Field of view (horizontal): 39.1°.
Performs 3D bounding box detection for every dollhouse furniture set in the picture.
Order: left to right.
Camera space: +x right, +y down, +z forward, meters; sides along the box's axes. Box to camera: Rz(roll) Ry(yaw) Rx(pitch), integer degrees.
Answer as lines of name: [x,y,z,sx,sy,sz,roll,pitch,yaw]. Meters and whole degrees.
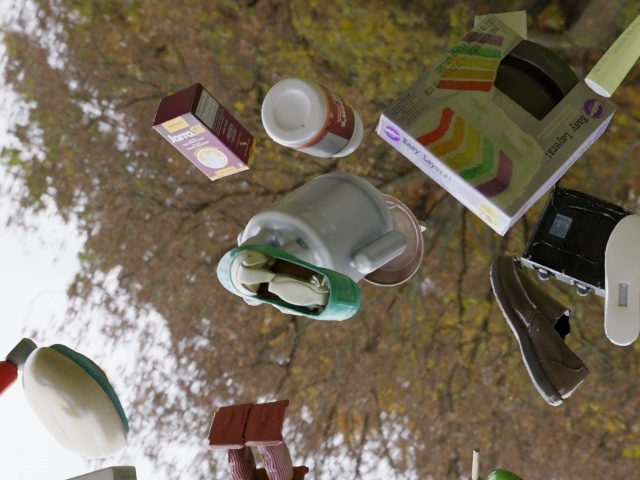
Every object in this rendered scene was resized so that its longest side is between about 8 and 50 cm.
dollhouse furniture set: [-0.133,0.504,1.690,0.152,0.201,0.374,-7,-147,11]

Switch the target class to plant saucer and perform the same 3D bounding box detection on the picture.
plant saucer: [0.129,-0.006,1.844,0.198,0.199,0.036,38,-149,17]

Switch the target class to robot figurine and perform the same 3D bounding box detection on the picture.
robot figurine: [0.000,0.000,1.603,0.299,0.200,0.353,14,-150,29]

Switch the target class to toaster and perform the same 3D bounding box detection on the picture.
toaster: [0.480,-0.003,1.668,0.168,0.186,0.110,22,171,20]

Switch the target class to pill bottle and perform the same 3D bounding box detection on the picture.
pill bottle: [-0.007,-0.214,1.619,0.121,0.121,0.221,39,-168,20]

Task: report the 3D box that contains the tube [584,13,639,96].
tube: [0.610,-0.390,1.743,0.062,0.240,0.070,31,-172,-44]

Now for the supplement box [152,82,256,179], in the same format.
supplement box: [-0.229,-0.214,1.796,0.188,0.104,0.081,43,-135,-40]

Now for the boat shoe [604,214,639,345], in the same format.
boat shoe: [0.439,0.056,1.283,0.066,0.184,0.063,0,180,16]

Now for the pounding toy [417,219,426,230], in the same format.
pounding toy: [0.131,0.015,2.236,0.269,0.155,0.154,15,161,-23]

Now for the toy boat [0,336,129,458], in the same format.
toy boat: [-0.501,0.271,1.699,0.318,0.268,0.148,11,-135,27]

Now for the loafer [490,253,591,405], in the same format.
loafer: [0.480,0.175,1.945,0.134,0.130,0.366,40,-154,-53]

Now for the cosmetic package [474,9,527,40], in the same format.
cosmetic package: [0.334,-0.324,1.676,0.098,0.060,0.239,-1,-127,15]

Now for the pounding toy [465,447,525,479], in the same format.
pounding toy: [0.447,0.661,2.258,0.237,0.183,0.110,33,-122,30]

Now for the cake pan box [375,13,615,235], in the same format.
cake pan box: [0.259,-0.176,1.316,0.246,0.267,0.070,44,161,13]

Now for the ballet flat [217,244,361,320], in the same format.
ballet flat: [-0.062,0.053,1.262,0.247,0.083,0.087,14,180,30]

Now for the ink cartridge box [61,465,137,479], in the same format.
ink cartridge box: [-0.420,0.531,1.476,0.066,0.296,0.261,25,-131,-58]
